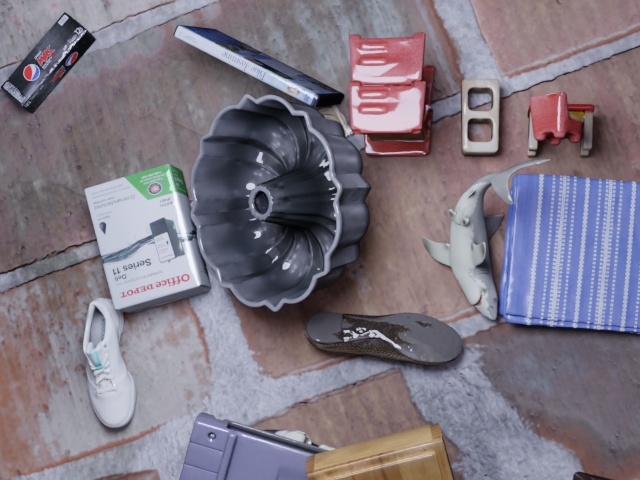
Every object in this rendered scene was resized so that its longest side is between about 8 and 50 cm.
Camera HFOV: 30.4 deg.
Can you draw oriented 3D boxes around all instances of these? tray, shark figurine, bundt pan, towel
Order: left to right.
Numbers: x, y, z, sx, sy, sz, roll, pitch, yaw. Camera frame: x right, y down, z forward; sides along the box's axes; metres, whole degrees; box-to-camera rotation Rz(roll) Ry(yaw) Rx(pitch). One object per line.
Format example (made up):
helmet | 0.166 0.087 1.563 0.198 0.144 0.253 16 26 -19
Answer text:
bundt pan | -0.050 -0.061 1.817 0.331 0.124 0.331 5 98 43
tray | 0.132 0.493 1.747 0.203 0.076 0.411 -15 102 4
shark figurine | 0.258 -0.033 1.835 0.116 0.278 0.166 -21 45 -33
towel | 0.457 0.025 1.856 0.336 0.040 0.243 5 82 5

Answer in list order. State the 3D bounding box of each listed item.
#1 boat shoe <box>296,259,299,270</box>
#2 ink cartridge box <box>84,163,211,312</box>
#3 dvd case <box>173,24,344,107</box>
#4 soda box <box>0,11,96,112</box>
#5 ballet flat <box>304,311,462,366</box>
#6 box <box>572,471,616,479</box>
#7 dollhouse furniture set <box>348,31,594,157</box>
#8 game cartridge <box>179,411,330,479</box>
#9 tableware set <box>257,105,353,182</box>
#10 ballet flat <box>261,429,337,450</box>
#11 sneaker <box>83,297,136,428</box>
boat shoe | 0.000 0.000 1.900 0.050 0.045 0.135 29 88 9
ink cartridge box | -0.278 0.000 1.910 0.153 0.087 0.208 -17 83 5
dvd case | -0.093 -0.278 1.876 0.253 0.180 0.022 27 103 9
soda box | -0.456 -0.298 1.978 0.053 0.060 0.169 41 89 8
ballet flat | 0.099 0.158 1.872 0.250 0.058 0.084 5 62 1
box | 0.451 0.421 1.633 0.191 0.381 0.143 12 87 8
dollhouse furniture set | 0.237 -0.221 1.820 0.374 0.201 0.152 1 84 7
game cartridge | -0.049 0.422 1.808 0.355 0.068 0.230 16 99 2
tableware set | -0.026 -0.143 1.932 0.168 0.020 0.141 -12 82 5
ballet flat | -0.018 0.336 1.849 0.203 0.074 0.074 25 87 6
sneaker | -0.351 0.197 1.893 0.080 0.094 0.212 -10 83 4
